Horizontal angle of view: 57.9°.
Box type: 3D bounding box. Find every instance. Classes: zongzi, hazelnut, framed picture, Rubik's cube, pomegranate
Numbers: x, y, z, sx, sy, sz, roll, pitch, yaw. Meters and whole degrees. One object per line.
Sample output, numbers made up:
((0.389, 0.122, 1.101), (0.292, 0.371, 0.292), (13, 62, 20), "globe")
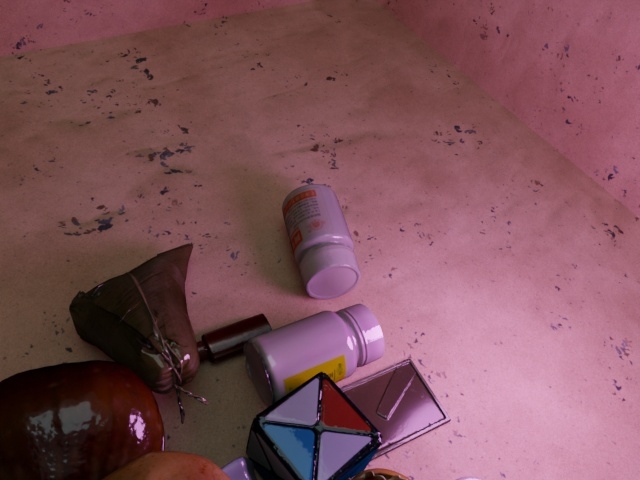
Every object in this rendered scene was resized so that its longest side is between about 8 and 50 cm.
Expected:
((-0.400, 0.205, 1.686), (0.500, 0.218, 0.467), (28, 51, 28), "zongzi")
((-0.594, 0.482, 1.360), (0.430, 0.402, 0.402), (-5, 51, -27), "hazelnut")
((0.203, 0.501, 1.736), (0.315, 0.024, 0.232), (-17, 56, -23), "framed picture")
((-0.024, 0.538, 1.507), (0.248, 0.246, 0.250), (-31, 63, -30), "Rubik's cube")
((-0.311, 0.592, 1.139), (0.339, 0.338, 0.338), (6, 49, -7), "pomegranate")

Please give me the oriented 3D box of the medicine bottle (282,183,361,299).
((0.000, 0.000, 1.997), (0.211, 0.211, 0.371), (-4, 51, -16), "medicine bottle")

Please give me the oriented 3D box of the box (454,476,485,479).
((0.377, 0.737, 1.451), (0.262, 0.206, 0.291), (-32, 60, -32), "box")

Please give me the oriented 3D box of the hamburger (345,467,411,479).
((0.147, 0.681, 1.385), (0.275, 0.274, 0.212), (25, 30, 9), "hamburger")

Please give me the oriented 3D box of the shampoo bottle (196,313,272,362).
((-0.278, 0.307, 1.768), (0.260, 0.064, 0.102), (-17, 57, -25), "shampoo bottle")

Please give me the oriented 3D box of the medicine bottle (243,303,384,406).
((-0.018, 0.330, 1.707), (0.379, 0.213, 0.213), (-18, 56, -24), "medicine bottle")

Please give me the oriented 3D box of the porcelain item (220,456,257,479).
((-0.117, 0.714, 1.346), (0.179, 0.242, 0.405), (-37, 68, -13), "porcelain item")
